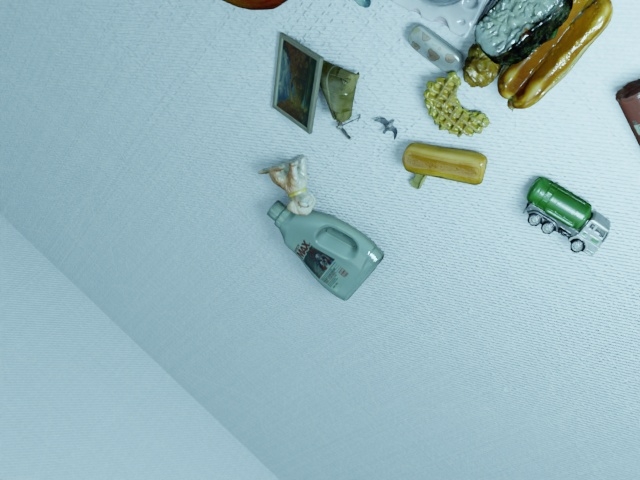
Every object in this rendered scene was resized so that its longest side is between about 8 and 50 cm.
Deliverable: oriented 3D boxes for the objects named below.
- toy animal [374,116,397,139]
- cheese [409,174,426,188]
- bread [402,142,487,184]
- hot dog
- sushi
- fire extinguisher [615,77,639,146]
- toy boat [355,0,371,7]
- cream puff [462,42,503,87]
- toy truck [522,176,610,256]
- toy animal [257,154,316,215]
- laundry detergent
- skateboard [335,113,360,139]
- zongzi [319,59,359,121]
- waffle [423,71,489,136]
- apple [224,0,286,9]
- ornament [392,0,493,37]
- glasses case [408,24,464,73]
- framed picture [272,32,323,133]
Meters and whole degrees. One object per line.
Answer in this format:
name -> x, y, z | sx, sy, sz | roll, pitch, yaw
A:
toy animal -> 0.199, -0.334, 2.012 | 0.084, 0.028, 0.050 | 44, 142, -5
cheese -> 0.293, -0.190, 2.063 | 0.044, 0.030, 0.083 | 48, 141, 21
bread -> 0.355, -0.224, 1.970 | 0.239, 0.074, 0.093 | 14, 122, 22
hot dog -> 0.550, -0.454, 1.661 | 0.135, 0.100, 0.337 | 38, 124, 4
sushi -> 0.461, -0.498, 1.564 | 0.225, 0.127, 0.124 | -41, 69, 27
fire extinguisher -> 0.817, -0.217, 1.651 | 0.106, 0.147, 0.337 | -14, 114, 52
toy boat -> 0.113, -0.706, 1.774 | 0.134, 0.079, 0.208 | -5, 131, 42
cream puff -> 0.407, -0.447, 1.750 | 0.094, 0.116, 0.122 | 37, 119, -15
toy truck -> 0.668, -0.069, 1.884 | 0.242, 0.101, 0.125 | 34, 121, 8
toy animal -> -0.105, -0.165, 2.252 | 0.183, 0.104, 0.185 | -10, 110, 37
laundry detergent -> 0.000, 0.000, 2.316 | 0.397, 0.125, 0.264 | 39, 134, 2
skateboard -> 0.096, -0.341, 2.072 | 0.083, 0.032, 0.064 | -21, 120, 41
zongzi -> 0.022, -0.441, 2.011 | 0.176, 0.078, 0.160 | 29, 131, 22
waffle -> 0.365, -0.363, 1.869 | 0.148, 0.051, 0.194 | -10, 124, 36
apple -> -0.194, -0.745, 1.881 | 0.345, 0.254, 0.180 | 7, 83, 25
ornament -> 0.306, -0.652, 1.572 | 0.239, 0.240, 0.239 | 30, 134, 8
glasses case -> 0.303, -0.501, 1.818 | 0.164, 0.041, 0.063 | 38, 135, -1
framed picture -> -0.071, -0.463, 2.043 | 0.184, 0.016, 0.250 | 40, 138, 30
